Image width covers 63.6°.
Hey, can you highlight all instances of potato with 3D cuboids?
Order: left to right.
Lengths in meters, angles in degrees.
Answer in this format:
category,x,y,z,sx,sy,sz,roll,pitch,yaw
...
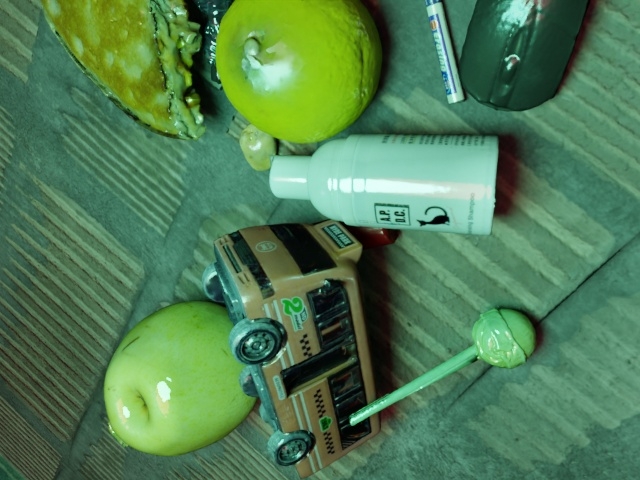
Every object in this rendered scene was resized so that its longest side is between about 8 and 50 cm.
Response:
category,x,y,z,sx,sy,sz,roll,pitch,yaw
potato,-0.110,-0.168,0.925,0.068,0.062,0.083,13,138,38

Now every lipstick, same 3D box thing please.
category,x,y,z,sx,sy,sz,roll,pitch,yaw
lipstick,0.001,0.000,0.928,0.279,0.073,0.073,-14,103,31

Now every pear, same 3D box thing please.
category,x,y,z,sx,sy,sz,roll,pitch,yaw
pear,-0.276,0.277,1.054,0.308,0.309,0.310,10,114,23

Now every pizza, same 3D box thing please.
category,x,y,z,sx,sy,sz,roll,pitch,yaw
pizza,-0.304,-0.413,0.866,0.440,0.130,0.406,41,128,18

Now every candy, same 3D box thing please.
category,x,y,z,sx,sy,sz,roll,pitch,yaw
candy,0.193,0.216,0.839,0.335,0.092,0.093,-31,109,4

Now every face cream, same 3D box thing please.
category,x,y,z,sx,sy,sz,roll,pitch,yaw
face cream,0.075,-0.089,0.788,0.369,0.145,0.146,3,112,19

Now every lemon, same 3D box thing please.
category,x,y,z,sx,sy,sz,roll,pitch,yaw
lemon,-0.039,-0.262,0.752,0.240,0.219,0.241,9,111,26

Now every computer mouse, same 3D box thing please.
category,x,y,z,sx,sy,sz,roll,pitch,yaw
computer mouse,0.269,-0.296,0.663,0.137,0.086,0.270,22,120,18

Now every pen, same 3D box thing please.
category,x,y,z,sx,sy,sz,roll,pitch,yaw
pen,0.173,-0.298,0.744,0.025,0.025,0.204,-10,105,30

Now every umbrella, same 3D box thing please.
category,x,y,z,sx,sy,sz,roll,pitch,yaw
umbrella,-0.176,-0.378,0.864,0.080,0.071,0.224,36,132,43

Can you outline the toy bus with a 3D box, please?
category,x,y,z,sx,sy,sz,roll,pitch,yaw
toy bus,-0.031,0.178,0.865,0.203,0.232,0.427,-132,26,-53
